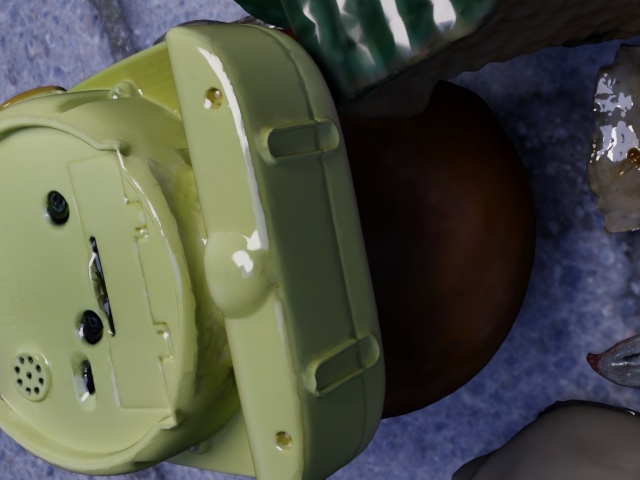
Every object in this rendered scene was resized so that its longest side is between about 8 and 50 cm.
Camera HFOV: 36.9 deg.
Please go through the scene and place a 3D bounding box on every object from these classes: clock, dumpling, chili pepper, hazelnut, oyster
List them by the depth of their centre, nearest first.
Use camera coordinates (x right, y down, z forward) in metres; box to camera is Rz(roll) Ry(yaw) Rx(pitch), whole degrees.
[{"bbox_3d":[-0.137,0.026,0.639,0.348,0.117,0.286,-8,96,34],"label":"clock"},{"bbox_3d":[0.325,-0.076,0.777,0.233,0.107,0.161,15,108,49],"label":"oyster"},{"bbox_3d":[0.230,0.220,0.791,0.293,0.204,0.163,11,88,40],"label":"dumpling"},{"bbox_3d":[0.302,0.104,0.830,0.153,0.041,0.050,-4,51,32],"label":"chili pepper"},{"bbox_3d":[0.003,-0.005,0.834,0.366,0.366,0.365,3,96,32],"label":"hazelnut"}]

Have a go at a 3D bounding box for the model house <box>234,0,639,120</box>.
[{"bbox_3d":[0.042,-0.322,0.671,0.400,0.395,0.445,-22,87,-11],"label":"model house"}]

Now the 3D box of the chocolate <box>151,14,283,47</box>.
[{"bbox_3d":[-0.084,-0.189,1.008,0.248,0.110,0.110,-3,93,30],"label":"chocolate"}]
